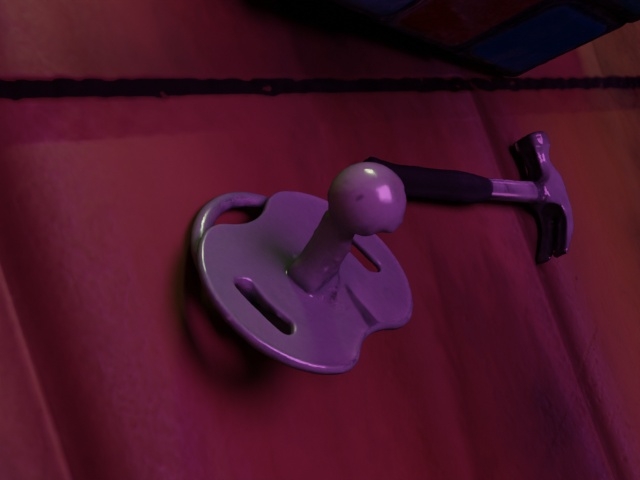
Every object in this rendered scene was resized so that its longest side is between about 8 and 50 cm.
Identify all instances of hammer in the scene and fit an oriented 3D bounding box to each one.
[{"bbox_3d":[0.110,-0.033,0.900,0.246,0.029,0.103,-1,70,-51],"label":"hammer"}]

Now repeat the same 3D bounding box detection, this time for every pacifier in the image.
[{"bbox_3d":[0.000,0.000,0.667,0.127,0.116,0.150,46,36,17],"label":"pacifier"}]

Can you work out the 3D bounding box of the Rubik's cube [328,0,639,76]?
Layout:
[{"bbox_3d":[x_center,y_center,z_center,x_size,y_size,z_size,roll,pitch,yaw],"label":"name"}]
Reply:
[{"bbox_3d":[0.152,-0.352,0.857,0.359,0.363,0.362,4,63,-53],"label":"Rubik's cube"}]
